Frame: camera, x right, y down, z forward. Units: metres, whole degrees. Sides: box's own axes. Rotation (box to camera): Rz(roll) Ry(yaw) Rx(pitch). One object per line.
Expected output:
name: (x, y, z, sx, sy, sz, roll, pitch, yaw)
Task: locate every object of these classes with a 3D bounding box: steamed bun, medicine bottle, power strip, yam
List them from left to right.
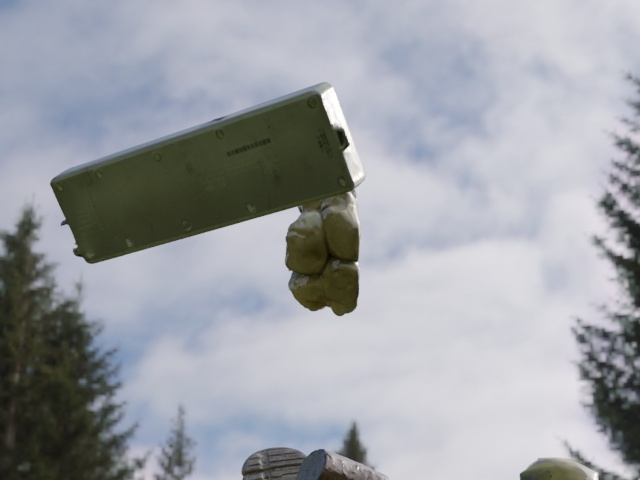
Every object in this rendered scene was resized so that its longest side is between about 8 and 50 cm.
power strip: (-0.127, -0.061, 1.190, 0.367, 0.043, 0.106, -15, -76, 27)
steamed bun: (0.000, 0.000, 1.647, 0.106, 0.177, 0.192, 1, -53, -5)
yam: (0.035, 0.353, 1.696, 0.127, 0.084, 0.084, 30, -38, -22)
medicine bottle: (0.339, 0.424, 1.661, 0.124, 0.124, 0.239, -1, -69, 2)

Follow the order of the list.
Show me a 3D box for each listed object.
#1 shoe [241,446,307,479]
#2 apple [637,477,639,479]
shoe: (-0.058, 0.543, 1.983, 0.171, 0.351, 0.198, 2, -35, -12)
apple: (0.616, 0.514, 1.788, 0.374, 0.375, 0.384, 16, -7, -27)
